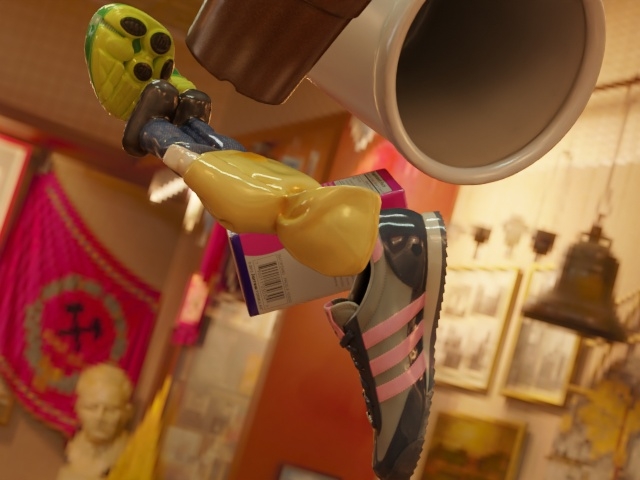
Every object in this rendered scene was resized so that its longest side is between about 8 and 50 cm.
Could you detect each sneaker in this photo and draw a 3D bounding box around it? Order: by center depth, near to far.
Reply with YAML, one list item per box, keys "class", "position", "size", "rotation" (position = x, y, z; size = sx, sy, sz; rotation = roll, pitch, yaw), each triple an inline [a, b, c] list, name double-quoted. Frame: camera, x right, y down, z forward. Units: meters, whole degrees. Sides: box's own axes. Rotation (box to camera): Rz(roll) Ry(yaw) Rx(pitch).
- class: "sneaker"
  position: [-0.225, -0.197, 1.569]
  size: [0.123, 0.109, 0.295]
  rotation: [39, -7, 10]
- class: "sneaker"
  position: [0.062, 0.120, 1.574]
  size: [0.131, 0.319, 0.112]
  rotation: [5, 1, -11]

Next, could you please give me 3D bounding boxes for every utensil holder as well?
- class: "utensil holder"
  position: [0.134, -0.297, 1.858]
  size: [0.327, 0.328, 0.385]
  rotation: [24, 12, -37]

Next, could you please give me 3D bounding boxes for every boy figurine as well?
- class: "boy figurine"
  position: [-0.064, -0.056, 1.264]
  size: [0.285, 0.092, 0.177]
  rotation: [31, 12, 39]

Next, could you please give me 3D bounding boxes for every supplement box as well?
- class: "supplement box"
  position: [0.000, 0.000, 1.719]
  size: [0.220, 0.111, 0.114]
  rotation: [-14, 20, -5]

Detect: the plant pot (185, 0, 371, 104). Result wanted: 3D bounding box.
- class: "plant pot"
  position: [-0.046, -0.239, 1.421]
  size: [0.167, 0.165, 0.167]
  rotation: [31, 22, -14]
